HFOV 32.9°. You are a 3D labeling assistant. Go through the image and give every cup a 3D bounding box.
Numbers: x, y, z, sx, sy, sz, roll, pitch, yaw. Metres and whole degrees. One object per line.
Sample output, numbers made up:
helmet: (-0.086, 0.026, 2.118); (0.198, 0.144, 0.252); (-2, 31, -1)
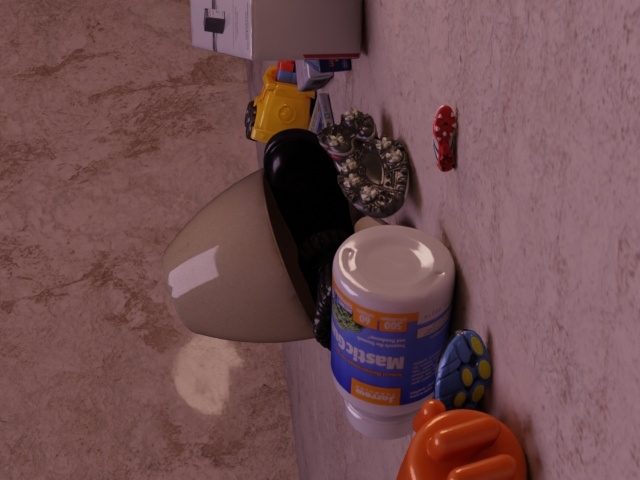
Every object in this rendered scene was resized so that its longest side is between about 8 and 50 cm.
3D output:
cup: (-0.152, 0.057, 2.017); (0.331, 0.237, 0.331); (-20, -90, -82)

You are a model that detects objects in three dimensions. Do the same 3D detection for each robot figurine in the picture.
robot figurine: (0.146, 0.262, 1.158); (0.128, 0.158, 0.219); (-53, -14, -26)

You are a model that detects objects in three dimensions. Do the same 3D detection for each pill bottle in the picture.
pill bottle: (0.088, 0.128, 1.394); (0.152, 0.152, 0.272); (-105, 12, -50)

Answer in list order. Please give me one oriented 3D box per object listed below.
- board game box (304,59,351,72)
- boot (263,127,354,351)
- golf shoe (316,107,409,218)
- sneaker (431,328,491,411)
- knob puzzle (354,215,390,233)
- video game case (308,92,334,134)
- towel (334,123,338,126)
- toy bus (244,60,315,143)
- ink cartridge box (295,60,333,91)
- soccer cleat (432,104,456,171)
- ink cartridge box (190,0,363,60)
board game box: (0.004, -0.393, 1.987); (0.194, 0.060, 0.194); (-173, 77, -82)
boot: (0.004, 0.000, 1.888); (0.260, 0.131, 0.348); (-97, -14, -56)
golf shoe: (0.082, -0.094, 1.589); (0.120, 0.105, 0.273); (59, -175, -32)
sneaker: (0.154, 0.172, 1.257); (0.078, 0.067, 0.188); (-113, 15, -47)
knob puzzle: (0.102, 0.042, 1.591); (0.213, 0.030, 0.213); (163, 90, -74)
video game case: (0.002, -0.163, 2.235); (0.212, 0.023, 0.193); (108, 156, -58)
towel: (0.042, -0.166, 1.991); (0.119, 0.029, 0.067); (-113, 18, -66)
toy bus: (-0.083, -0.328, 2.447); (0.220, 0.149, 0.211); (-108, 27, -69)
ink cartridge box: (-0.023, -0.428, 2.192); (0.189, 0.066, 0.232); (180, 80, -83)
soccer cleat: (0.143, -0.121, 1.268); (0.035, 0.029, 0.083); (-119, 20, -62)
ink cartridge box: (-0.080, -0.368, 1.807); (0.273, 0.197, 0.114); (29, 121, 59)
